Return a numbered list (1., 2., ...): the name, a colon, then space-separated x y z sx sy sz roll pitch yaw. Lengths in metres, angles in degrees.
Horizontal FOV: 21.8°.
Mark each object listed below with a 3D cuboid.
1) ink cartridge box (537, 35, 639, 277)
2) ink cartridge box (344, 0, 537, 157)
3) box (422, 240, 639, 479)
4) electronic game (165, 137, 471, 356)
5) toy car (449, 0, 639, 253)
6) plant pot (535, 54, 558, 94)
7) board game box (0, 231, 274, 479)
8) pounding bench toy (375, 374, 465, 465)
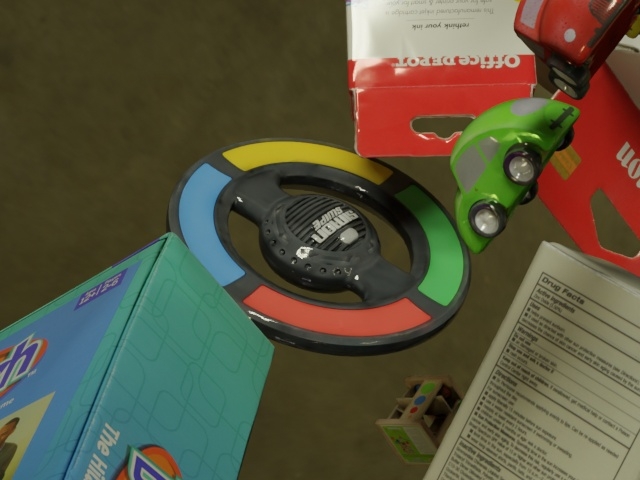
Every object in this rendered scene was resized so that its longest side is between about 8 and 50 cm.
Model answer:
1. ink cartridge box: 0.328 -0.077 1.463 0.261 0.066 0.296 -53 125 -14
2. ink cartridge box: 0.084 -0.164 1.215 0.134 0.078 0.231 -1 78 0
3. box: 0.187 0.140 1.157 0.149 0.127 0.232 33 100 38
4. electronic game: 0.000 0.000 1.221 0.229 0.229 0.048 25 129 9
5. toy car: 0.124 -0.087 0.890 0.053 0.239 0.225 37 125 9
6. plant pot: 0.352 -0.295 1.800 0.263 0.229 0.263 8 71 -25
7. board game box: -0.101 0.104 0.368 0.160 0.210 0.047 -29 115 27
8. pounding bench toy: 0.103 0.150 1.406 0.052 0.083 0.065 56 52 -25
